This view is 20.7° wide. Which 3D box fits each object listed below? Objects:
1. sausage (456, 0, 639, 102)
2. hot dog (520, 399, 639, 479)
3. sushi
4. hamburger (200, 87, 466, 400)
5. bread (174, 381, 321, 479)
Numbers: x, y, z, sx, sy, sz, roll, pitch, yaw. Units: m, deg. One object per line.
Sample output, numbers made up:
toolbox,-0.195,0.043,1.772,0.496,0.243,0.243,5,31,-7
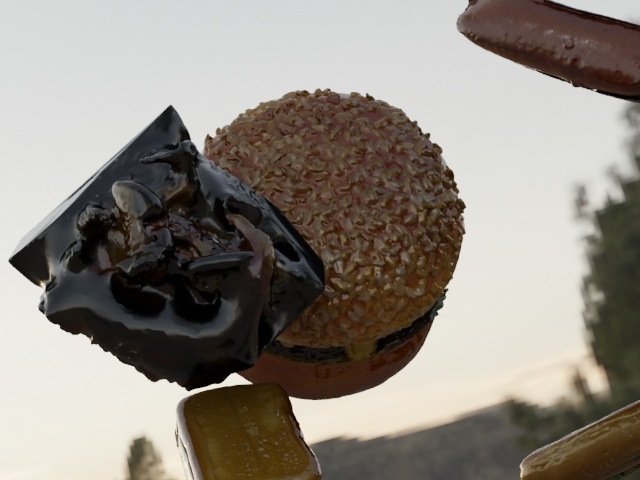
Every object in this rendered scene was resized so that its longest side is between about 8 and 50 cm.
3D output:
sausage,0.317,-0.252,2.255,0.330,0.102,0.102,26,17,39
hot dog,0.340,0.248,2.032,0.100,0.068,0.249,14,-37,-44
sushi,-0.150,0.034,1.691,0.215,0.227,0.212,-41,11,10
hamburger,0.000,0.000,1.996,0.330,0.330,0.250,-11,-35,-16
bread,-0.073,0.210,1.683,0.116,0.077,0.200,-5,25,-13
